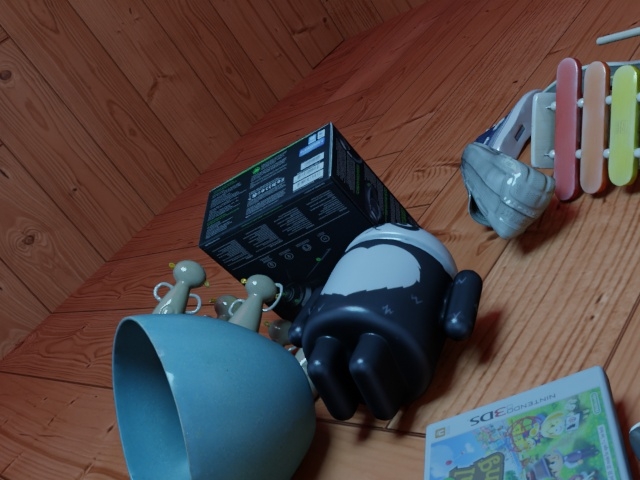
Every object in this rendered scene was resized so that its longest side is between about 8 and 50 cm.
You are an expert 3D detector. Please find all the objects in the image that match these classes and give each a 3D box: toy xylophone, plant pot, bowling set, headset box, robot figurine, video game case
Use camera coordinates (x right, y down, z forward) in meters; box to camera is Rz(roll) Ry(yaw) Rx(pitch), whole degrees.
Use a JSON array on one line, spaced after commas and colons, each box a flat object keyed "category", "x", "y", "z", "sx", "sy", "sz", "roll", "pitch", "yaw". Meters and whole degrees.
[{"category": "toy xylophone", "x": 0.420, "y": -0.183, "z": 1.011, "sx": 0.081, "sy": 0.236, "sz": 0.323, "roll": -2, "pitch": -2, "yaw": -27}, {"category": "plant pot", "x": -0.121, "y": 0.220, "z": 0.929, "sx": 0.195, "sy": 0.290, "sz": 0.290, "roll": -9, "pitch": 7, "yaw": -29}, {"category": "bowling set", "x": -0.118, "y": 0.141, "z": 1.147, "sx": 0.200, "sy": 0.287, "sz": 0.154, "roll": 122, "pitch": 173, "yaw": -68}, {"category": "headset box", "x": 0.000, "y": 0.000, "z": 1.165, "sx": 0.246, "sy": 0.283, "sz": 0.131, "roll": -27, "pitch": 38, "yaw": 26}, {"category": "robot figurine", "x": 0.079, "y": 0.096, "z": 0.955, "sx": 0.278, "sy": 0.209, "sz": 0.173, "roll": -59, "pitch": -9, "yaw": -46}, {"category": "video game case", "x": 0.178, "y": 0.219, "z": 0.669, "sx": 0.193, "sy": 0.023, "sz": 0.212, "roll": -27, "pitch": 24, "yaw": 24}]

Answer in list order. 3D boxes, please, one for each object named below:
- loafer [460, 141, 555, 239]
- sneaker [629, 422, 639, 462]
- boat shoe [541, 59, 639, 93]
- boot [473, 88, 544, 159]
[{"category": "loafer", "x": 0.263, "y": -0.080, "z": 1.145, "sx": 0.111, "sy": 0.112, "sz": 0.319, "roll": -63, "pitch": 4, "yaw": 12}, {"category": "sneaker", "x": 0.275, "y": 0.204, "z": 0.583, "sx": 0.065, "sy": 0.061, "sz": 0.158, "roll": -40, "pitch": 19, "yaw": 8}, {"category": "boat shoe", "x": 0.451, "y": -0.212, "z": 1.138, "sx": 0.305, "sy": 0.109, "sz": 0.091, "roll": -6, "pitch": 30, "yaw": 46}, {"category": "boot", "x": 0.337, "y": -0.203, "z": 1.353, "sx": 0.086, "sy": 0.069, "sz": 0.190, "roll": 0, "pitch": 42, "yaw": 53}]
